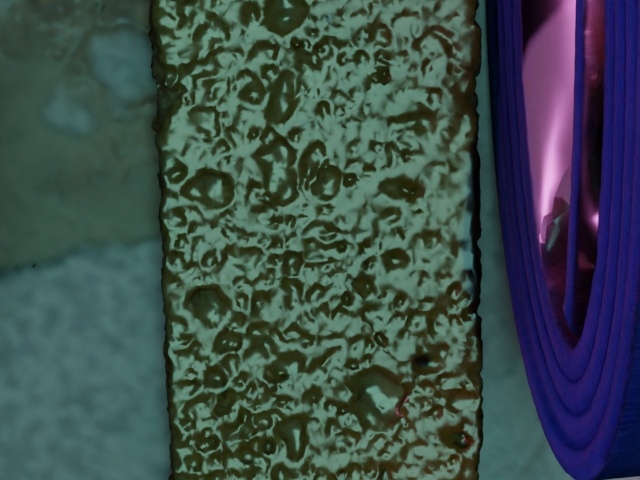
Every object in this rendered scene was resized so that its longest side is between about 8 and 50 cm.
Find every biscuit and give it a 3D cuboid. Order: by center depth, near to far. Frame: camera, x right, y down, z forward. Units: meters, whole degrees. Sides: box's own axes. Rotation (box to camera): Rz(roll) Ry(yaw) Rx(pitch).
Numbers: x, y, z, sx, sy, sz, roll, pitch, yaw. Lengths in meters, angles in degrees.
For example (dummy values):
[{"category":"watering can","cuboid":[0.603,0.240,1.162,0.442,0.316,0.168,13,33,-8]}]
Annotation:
[{"category":"biscuit","cuboid":[0.000,0.000,0.738,0.131,0.025,0.230,-1,102,-7]}]

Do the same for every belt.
[{"category":"belt","cuboid":[0.132,-0.091,0.644,0.117,0.212,0.347,-4,106,-6]}]
